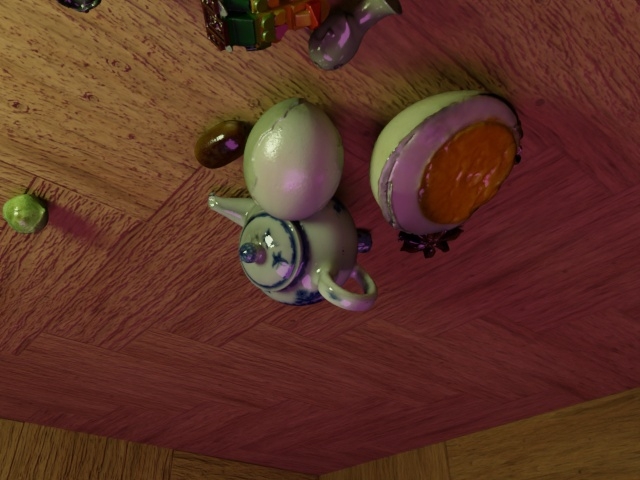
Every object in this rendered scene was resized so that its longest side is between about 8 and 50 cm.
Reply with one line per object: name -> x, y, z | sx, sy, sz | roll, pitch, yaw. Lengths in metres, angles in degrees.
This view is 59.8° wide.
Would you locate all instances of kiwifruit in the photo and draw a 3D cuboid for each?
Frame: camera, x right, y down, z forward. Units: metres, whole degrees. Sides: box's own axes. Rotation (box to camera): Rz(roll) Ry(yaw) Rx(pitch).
kiwifruit -> -0.183, -0.180, 1.043 | 0.124, 0.075, 0.075 | -29, 136, 29

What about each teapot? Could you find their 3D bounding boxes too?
teapot -> -0.061, 0.013, 1.133 | 0.280, 0.423, 0.253 | -8, 128, -54

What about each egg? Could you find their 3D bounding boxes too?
egg -> 0.206, -0.162, 1.004 | 0.286, 0.174, 0.264 | -41, 134, 11
egg -> -0.049, -0.150, 0.993 | 0.182, 0.183, 0.217 | -1, 138, 0

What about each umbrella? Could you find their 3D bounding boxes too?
umbrella -> 0.000, -0.001, 1.317 | 0.250, 0.052, 0.053 | 4, 145, -8

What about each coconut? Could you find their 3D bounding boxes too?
coconut -> -0.633, -0.057, 1.203 | 0.096, 0.088, 0.088 | -10, 144, 22

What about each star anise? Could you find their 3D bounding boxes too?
star anise -> 0.259, -0.010, 1.305 | 0.167, 0.057, 0.168 | 0, 146, 0

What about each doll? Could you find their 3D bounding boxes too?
doll -> -0.082, -0.335, 0.787 | 0.186, 0.135, 0.106 | -6, 144, -4

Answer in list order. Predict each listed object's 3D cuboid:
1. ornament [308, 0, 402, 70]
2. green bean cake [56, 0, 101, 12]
ornament -> 0.043, -0.321, 0.840 | 0.156, 0.075, 0.081 | -31, 177, 36
green bean cake -> -0.321, -0.429, 0.635 | 0.241, 0.132, 0.255 | 24, 136, -31
